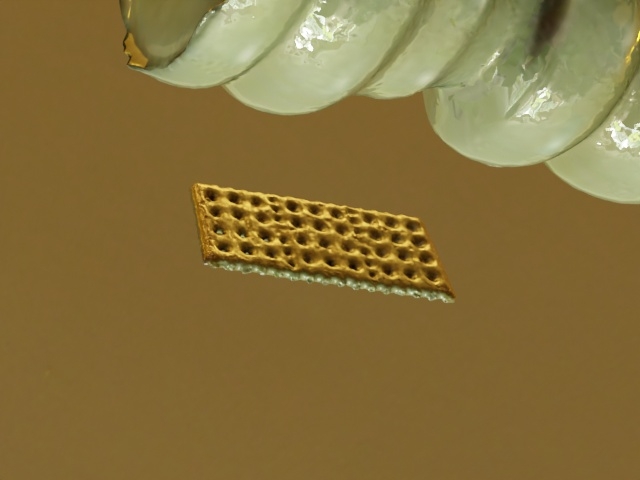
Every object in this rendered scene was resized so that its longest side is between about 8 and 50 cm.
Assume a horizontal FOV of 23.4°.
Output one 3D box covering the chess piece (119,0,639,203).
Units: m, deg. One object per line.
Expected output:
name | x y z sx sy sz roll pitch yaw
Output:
chess piece | 0.061 -0.085 0.573 0.243 0.133 0.133 19 -118 -28

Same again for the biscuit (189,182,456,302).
biscuit | 0.000 0.000 1.373 0.231 0.016 0.139 9 -149 -17
